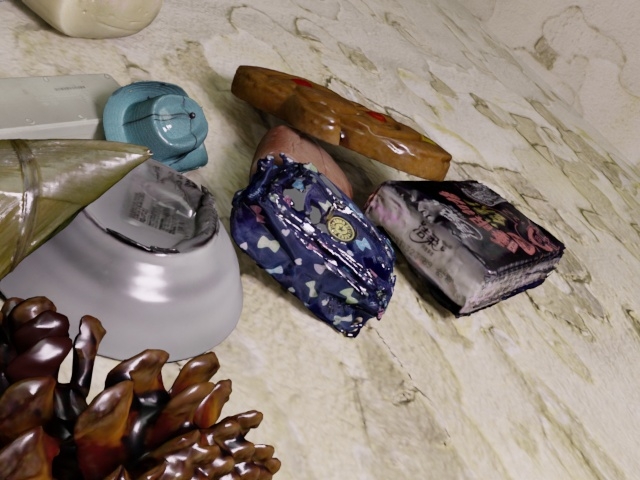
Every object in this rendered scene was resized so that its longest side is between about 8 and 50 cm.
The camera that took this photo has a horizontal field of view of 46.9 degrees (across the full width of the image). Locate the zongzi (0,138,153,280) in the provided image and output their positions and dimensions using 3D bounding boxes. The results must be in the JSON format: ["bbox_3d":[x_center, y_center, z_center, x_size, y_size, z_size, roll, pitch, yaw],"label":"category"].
[{"bbox_3d":[-0.286,0.002,0.645,0.274,0.125,0.250,-5,45,-7],"label":"zongzi"}]

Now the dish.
[{"bbox_3d":[-0.212,-0.015,0.834,0.316,0.106,0.316,24,32,-16],"label":"dish"}]

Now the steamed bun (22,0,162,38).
[{"bbox_3d":[-0.378,-0.438,1.211,0.200,0.154,0.250,41,35,12],"label":"steamed bun"}]

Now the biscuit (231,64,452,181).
[{"bbox_3d":[0.035,-0.204,1.227,0.394,0.070,0.350,25,12,6],"label":"biscuit"}]

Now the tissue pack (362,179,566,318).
[{"bbox_3d":[0.240,-0.005,1.234,0.245,0.123,0.332,43,29,26],"label":"tissue pack"}]

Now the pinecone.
[{"bbox_3d":[-0.179,0.151,0.521,0.292,0.246,0.246,35,30,21],"label":"pinecone"}]

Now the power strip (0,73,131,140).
[{"bbox_3d":[-0.381,-0.162,0.939,0.106,0.043,0.367,44,32,17],"label":"power strip"}]

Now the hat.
[{"bbox_3d":[-0.208,-0.160,1.031,0.191,0.078,0.138,-22,92,-56],"label":"hat"}]

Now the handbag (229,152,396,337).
[{"bbox_3d":[0.000,0.000,0.977,0.260,0.113,0.162,42,29,-12],"label":"handbag"}]

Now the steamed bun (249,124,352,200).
[{"bbox_3d":[-0.030,-0.086,1.110,0.175,0.106,0.145,38,23,-20],"label":"steamed bun"}]
